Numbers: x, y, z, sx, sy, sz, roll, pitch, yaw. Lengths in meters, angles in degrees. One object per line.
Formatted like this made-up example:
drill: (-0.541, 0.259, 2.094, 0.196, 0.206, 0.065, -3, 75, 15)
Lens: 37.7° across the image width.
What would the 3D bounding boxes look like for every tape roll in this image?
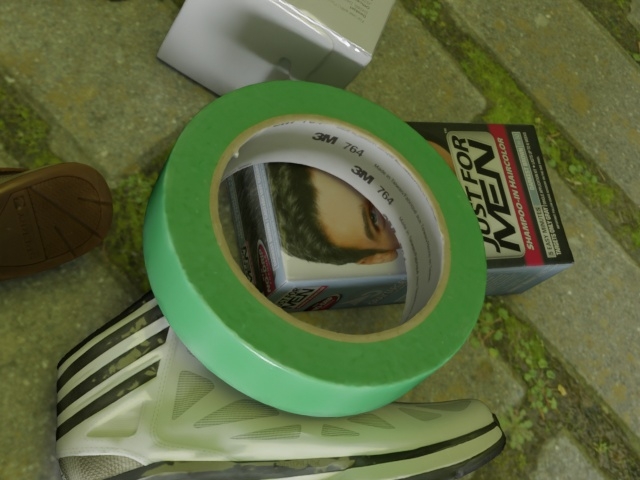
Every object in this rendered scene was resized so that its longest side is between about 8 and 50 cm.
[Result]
tape roll: (0.000, 0.000, 0.879, 0.321, 0.077, 0.321, 12, 57, -19)

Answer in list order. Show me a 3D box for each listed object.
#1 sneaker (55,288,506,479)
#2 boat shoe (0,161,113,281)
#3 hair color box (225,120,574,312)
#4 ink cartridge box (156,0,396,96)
sneaker: (-0.033, 0.134, 0.905, 0.447, 0.169, 0.257, -4, 73, -26)
boat shoe: (-0.364, -0.004, 0.838, 0.342, 0.123, 0.123, -22, 115, -34)
hair color box: (0.092, -0.031, 1.071, 0.374, 0.113, 0.185, -3, 70, -27)
ink cartridge box: (-0.026, -0.301, 1.077, 0.197, 0.198, 0.270, 30, 58, -14)
